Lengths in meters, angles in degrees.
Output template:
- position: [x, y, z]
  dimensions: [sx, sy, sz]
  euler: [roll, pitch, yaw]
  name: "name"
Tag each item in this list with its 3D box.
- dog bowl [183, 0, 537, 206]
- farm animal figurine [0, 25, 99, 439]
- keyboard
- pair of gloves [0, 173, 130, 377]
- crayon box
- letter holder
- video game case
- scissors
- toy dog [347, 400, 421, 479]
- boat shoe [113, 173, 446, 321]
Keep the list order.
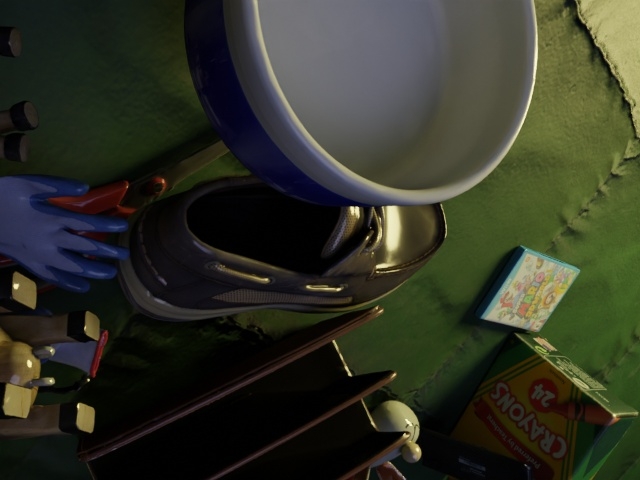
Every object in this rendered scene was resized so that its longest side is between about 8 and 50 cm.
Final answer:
- position: [0.036, -0.156, 0.541]
  dimensions: [0.265, 0.104, 0.264]
  euler: [0, 90, -33]
  name: "dog bowl"
- position: [-0.265, 0.042, 0.437]
  dimensions: [0.172, 0.330, 0.326]
  euler: [-5, 142, 6]
  name: "farm animal figurine"
- position: [0.233, 0.344, 1.075]
  dimensions: [0.023, 0.180, 0.108]
  euler: [-37, 127, -42]
  name: "keyboard"
- position: [-0.236, 0.031, 0.559]
  dimensions: [0.159, 0.023, 0.198]
  euler: [17, 117, -3]
  name: "pair of gloves"
- position: [0.311, 0.329, 1.108]
  dimensions: [0.081, 0.202, 0.318]
  euler: [9, 114, -40]
  name: "crayon box"
- position: [-0.063, 0.196, 0.697]
  dimensions: [0.302, 0.152, 0.214]
  euler: [-24, 175, -22]
  name: "letter holder"
- position: [0.310, 0.076, 1.058]
  dimensions: [0.166, 0.015, 0.119]
  euler: [16, 110, -42]
  name: "video game case"
- position: [-0.160, -0.034, 0.629]
  dimensions: [0.297, 0.021, 0.109]
  euler: [-22, 129, -24]
  name: "scissors"
- position: [0.043, 0.399, 0.986]
  dimensions: [0.220, 0.161, 0.333]
  euler: [-5, 124, -38]
  name: "toy dog"
- position: [0.000, 0.000, 0.648]
  dimensions: [0.356, 0.132, 0.130]
  euler: [-10, 170, -38]
  name: "boat shoe"
